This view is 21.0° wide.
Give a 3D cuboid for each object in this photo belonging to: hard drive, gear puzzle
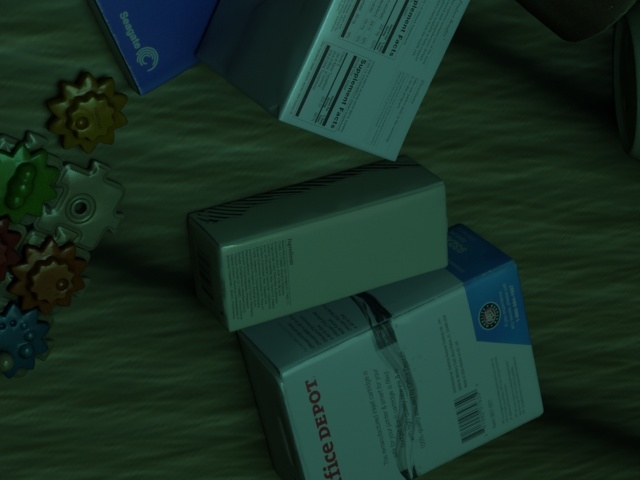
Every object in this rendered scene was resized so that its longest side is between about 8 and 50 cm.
[{"bbox_3d":[-0.090,-0.312,1.723,0.318,0.040,0.210,-32,124,-12],"label":"hard drive"},{"bbox_3d":[-0.284,-0.013,1.756,0.175,0.044,0.339,24,100,-35],"label":"gear puzzle"}]

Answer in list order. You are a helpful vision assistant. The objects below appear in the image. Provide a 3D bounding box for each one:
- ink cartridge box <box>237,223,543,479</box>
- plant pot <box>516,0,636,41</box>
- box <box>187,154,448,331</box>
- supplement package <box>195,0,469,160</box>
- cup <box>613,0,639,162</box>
[{"bbox_3d":[0.082,0.151,1.983,0.307,0.129,0.223,-24,122,-17],"label":"ink cartridge box"},{"bbox_3d":[0.220,-0.354,1.790,0.230,0.215,0.215,27,98,-22],"label":"plant pot"},{"bbox_3d":[0.000,0.000,1.888,0.275,0.094,0.113,-15,119,-22],"label":"box"},{"bbox_3d":[0.026,-0.245,1.668,0.145,0.204,0.262,18,103,-34],"label":"supplement package"},{"bbox_3d":[0.461,-0.186,1.950,0.237,0.331,0.331,-3,117,2],"label":"cup"}]
